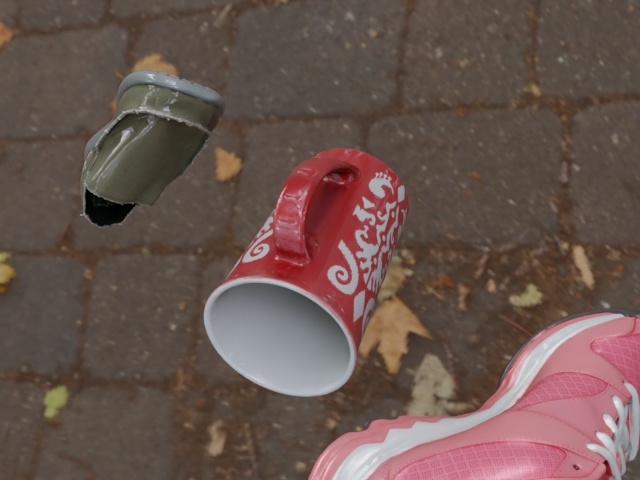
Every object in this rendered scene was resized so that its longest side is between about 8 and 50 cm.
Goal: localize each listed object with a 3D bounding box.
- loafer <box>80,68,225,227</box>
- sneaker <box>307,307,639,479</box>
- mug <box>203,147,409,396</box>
[{"bbox_3d":[-0.154,-0.071,1.091,0.251,0.094,0.087,143,141,-62],"label":"loafer"},{"bbox_3d":[0.147,0.147,0.779,0.313,0.116,0.136,-24,26,-27],"label":"sneaker"},{"bbox_3d":[0.007,0.007,0.900,0.150,0.113,0.169,-53,6,45],"label":"mug"}]
